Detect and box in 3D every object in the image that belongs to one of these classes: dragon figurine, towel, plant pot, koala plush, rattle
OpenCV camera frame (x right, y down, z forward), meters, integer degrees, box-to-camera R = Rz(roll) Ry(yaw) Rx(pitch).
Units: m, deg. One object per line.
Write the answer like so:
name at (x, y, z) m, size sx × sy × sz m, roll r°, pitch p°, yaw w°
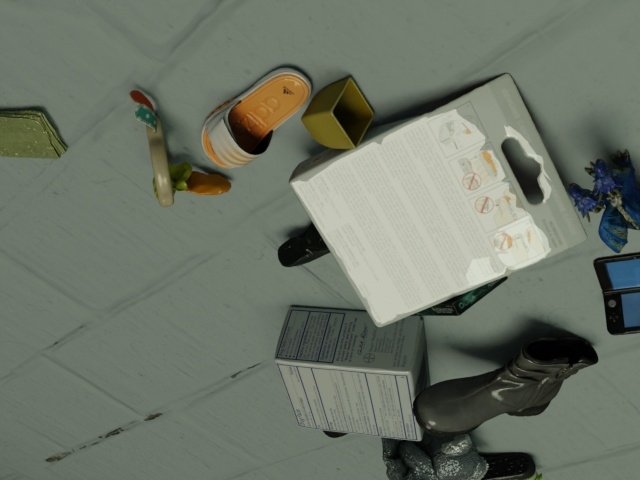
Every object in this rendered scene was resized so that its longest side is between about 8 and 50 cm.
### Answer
dragon figurine at (0.472, -0.038, 1.257) m, size 0.085 × 0.144 × 0.289 m, roll -23°, pitch 126°, yaw 38°
towel at (-0.550, -0.196, 1.515) m, size 0.148 × 0.027 × 0.110 m, roll 1°, pitch 138°, yaw 16°
plant pot at (0.020, -0.194, 1.288) m, size 0.083 × 0.081 × 0.081 m, roll -2°, pitch 138°, yaw 40°
koala plush at (0.275, 0.524, 1.942) m, size 0.221 × 0.203 × 0.196 m, roll -15°, pitch 132°, yaw 16°
rattle at (-0.240, -0.164, 1.417) m, size 0.142 × 0.130 × 0.200 m, roll -2°, pitch 111°, yaw 5°

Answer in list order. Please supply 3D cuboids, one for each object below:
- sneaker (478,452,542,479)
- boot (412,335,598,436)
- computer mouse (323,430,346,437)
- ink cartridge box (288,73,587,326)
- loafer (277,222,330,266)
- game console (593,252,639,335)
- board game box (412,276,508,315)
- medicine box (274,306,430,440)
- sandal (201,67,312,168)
sneaker at (0.422, 0.581, 2.018) m, size 0.234 × 0.084 × 0.097 m, roll -6°, pitch 136°, yaw 25°
boot at (0.356, 0.268, 1.607) m, size 0.338 × 0.118 × 0.223 m, roll -9°, pitch 146°, yaw -26°
computer mouse at (0.088, 0.415, 1.987) m, size 0.071 × 0.041 × 0.242 m, roll 48°, pitch 128°, yaw -9°
ink cartridge box at (0.188, -0.063, 1.337) m, size 0.385 × 0.091 × 0.308 m, roll -25°, pitch 108°, yaw 18°
loafer at (0.000, 0.000, 1.538) m, size 0.170 × 0.062 × 0.061 m, roll -24°, pitch 165°, yaw 29°
game console at (0.558, 0.092, 1.425) m, size 0.144 × 0.124 × 0.085 m, roll -10°, pitch 159°, yaw 28°
board game box at (0.227, 0.092, 1.455) m, size 0.026 × 0.126 × 0.186 m, roll 62°, pitch 153°, yaw -9°
medicine box at (0.075, 0.284, 1.750) m, size 0.289 × 0.149 × 0.263 m, roll 3°, pitch 138°, yaw 16°
sandal at (-0.119, -0.186, 1.342) m, size 0.102 × 0.076 × 0.265 m, roll 35°, pitch 136°, yaw -20°
